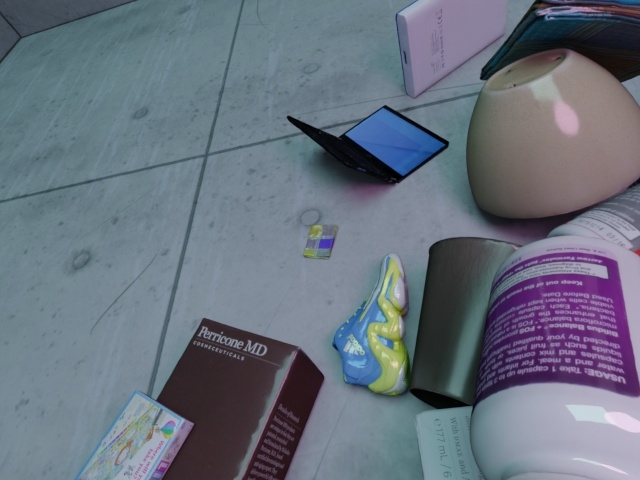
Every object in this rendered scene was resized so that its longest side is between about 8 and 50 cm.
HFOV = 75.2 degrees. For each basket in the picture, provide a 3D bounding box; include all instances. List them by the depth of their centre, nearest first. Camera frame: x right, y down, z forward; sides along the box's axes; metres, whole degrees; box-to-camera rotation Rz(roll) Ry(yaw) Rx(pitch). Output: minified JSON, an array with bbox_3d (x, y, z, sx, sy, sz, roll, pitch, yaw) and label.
[{"bbox_3d":[0.225,0.131,0.598,0.204,0.154,0.226,10,62,31],"label":"basket"}]

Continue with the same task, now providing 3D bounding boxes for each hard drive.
[{"bbox_3d":[0.326,-0.522,1.006,0.319,0.210,0.040,-37,51,-10],"label":"hard drive"}]

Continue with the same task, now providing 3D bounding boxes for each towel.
[{"bbox_3d":[0.455,-0.324,0.729,0.272,0.370,0.040,10,98,7],"label":"towel"},{"bbox_3d":[0.000,0.000,0.859,0.060,0.009,0.083,4,56,21],"label":"towel"}]

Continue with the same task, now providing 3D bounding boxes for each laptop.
[{"bbox_3d":[0.106,-0.241,0.920,0.234,0.264,0.136,46,115,39],"label":"laptop"}]

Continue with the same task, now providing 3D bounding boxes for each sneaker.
[{"bbox_3d":[0.080,0.127,0.684,0.126,0.091,0.240,-5,54,16],"label":"sneaker"}]

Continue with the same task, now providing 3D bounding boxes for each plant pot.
[{"bbox_3d":[0.369,-0.198,0.697,0.284,0.191,0.284,-26,28,14],"label":"plant pot"}]

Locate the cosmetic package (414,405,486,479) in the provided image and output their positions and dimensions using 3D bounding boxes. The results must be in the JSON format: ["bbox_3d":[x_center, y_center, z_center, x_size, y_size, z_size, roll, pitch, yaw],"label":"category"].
[{"bbox_3d":[0.310,0.283,0.411,0.385,0.156,0.217,-13,30,10],"label":"cosmetic package"}]

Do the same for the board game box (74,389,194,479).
[{"bbox_3d":[-0.251,0.290,0.544,0.103,0.026,0.154,14,60,30],"label":"board game box"}]

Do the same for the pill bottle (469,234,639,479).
[{"bbox_3d":[0.228,0.141,0.371,0.169,0.169,0.301,8,37,24],"label":"pill bottle"}]

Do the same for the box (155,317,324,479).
[{"bbox_3d":[-0.160,0.323,0.592,0.191,0.143,0.381,9,56,26],"label":"box"}]

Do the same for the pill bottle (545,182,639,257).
[{"bbox_3d":[0.496,-0.010,0.597,0.283,0.161,0.161,-28,51,-2],"label":"pill bottle"}]

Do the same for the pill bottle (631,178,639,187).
[{"bbox_3d":[0.568,-0.126,0.685,0.067,0.120,0.067,-10,52,13],"label":"pill bottle"}]
